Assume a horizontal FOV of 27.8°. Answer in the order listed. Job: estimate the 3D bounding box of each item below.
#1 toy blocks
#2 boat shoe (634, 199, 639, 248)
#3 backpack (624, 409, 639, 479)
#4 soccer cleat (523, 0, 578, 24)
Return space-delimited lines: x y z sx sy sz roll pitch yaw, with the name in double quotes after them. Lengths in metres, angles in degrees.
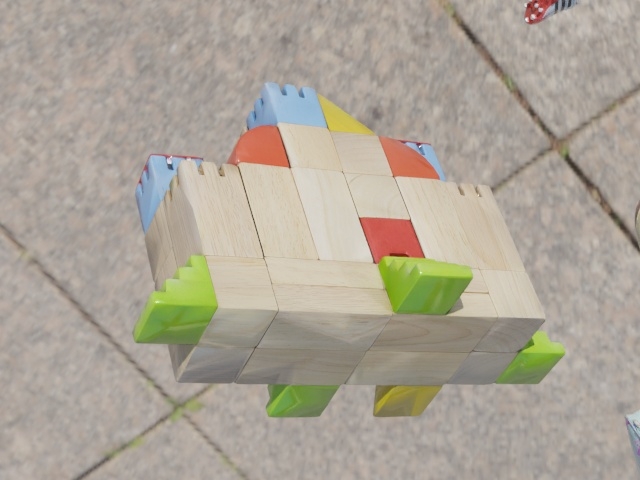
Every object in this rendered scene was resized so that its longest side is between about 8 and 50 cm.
0.004 -0.014 1.077 0.381 0.261 0.191 3 139 -27 "toy blocks"
0.449 0.055 1.530 0.123 0.123 0.342 -45 120 -2 "boat shoe"
0.442 0.260 1.482 0.144 0.188 0.166 -27 127 -7 "backpack"
0.222 -0.225 1.217 0.035 0.029 0.083 7 157 -24 "soccer cleat"
